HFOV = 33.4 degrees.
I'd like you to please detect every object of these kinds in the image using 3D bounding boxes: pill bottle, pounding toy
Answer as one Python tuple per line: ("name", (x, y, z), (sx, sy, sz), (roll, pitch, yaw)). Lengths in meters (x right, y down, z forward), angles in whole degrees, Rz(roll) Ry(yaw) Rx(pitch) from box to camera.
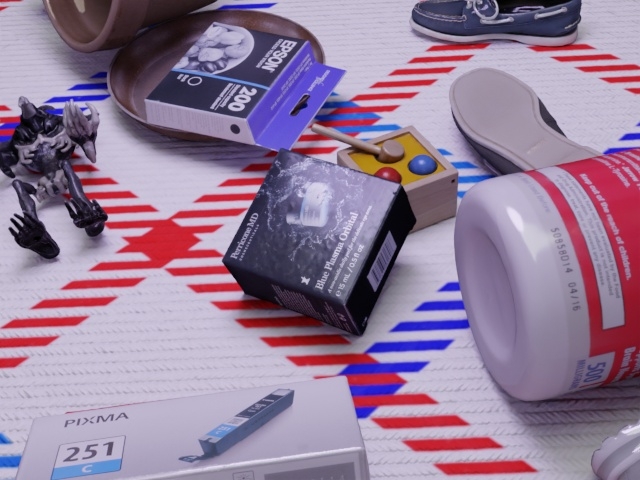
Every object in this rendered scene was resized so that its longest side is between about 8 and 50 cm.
("pill bottle", (0.363, 0.012, 1.095), (0.407, 0.229, 0.229), (-12, 43, -9))
("pounding toy", (0.077, -0.087, 1.313), (0.130, 0.100, 0.141), (-21, 46, -18))

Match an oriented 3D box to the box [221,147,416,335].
("box", (0.000, 0.000, 1.195), (0.158, 0.093, 0.156), (18, 70, 23))

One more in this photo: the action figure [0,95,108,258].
("action figure", (-0.349, -0.114, 1.346), (0.164, 0.141, 0.276), (-19, 48, -10))

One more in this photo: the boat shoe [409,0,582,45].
("boat shoe", (0.260, -0.343, 1.593), (0.254, 0.079, 0.095), (8, 44, 13))

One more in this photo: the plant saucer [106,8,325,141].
("plant saucer", (-0.147, -0.232, 1.525), (0.310, 0.050, 0.311), (-1, 43, 1))

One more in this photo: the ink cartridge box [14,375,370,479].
("ink cartridge box", (-0.117, 0.176, 0.996), (0.296, 0.066, 0.261), (-7, 19, -4))

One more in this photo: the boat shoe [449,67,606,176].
("boat shoe", (0.266, -0.104, 1.344), (0.112, 0.095, 0.335), (-29, 43, -7))

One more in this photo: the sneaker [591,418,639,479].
("sneaker", (0.400, 0.183, 0.990), (0.281, 0.105, 0.115), (-31, 61, 6))

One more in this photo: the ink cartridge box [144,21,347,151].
("ink cartridge box", (-0.096, -0.209, 1.430), (0.208, 0.045, 0.206), (15, 45, 17))

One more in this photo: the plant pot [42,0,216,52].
("plant pot", (-0.255, -0.410, 1.542), (0.229, 0.263, 0.263), (-12, 40, -37))
